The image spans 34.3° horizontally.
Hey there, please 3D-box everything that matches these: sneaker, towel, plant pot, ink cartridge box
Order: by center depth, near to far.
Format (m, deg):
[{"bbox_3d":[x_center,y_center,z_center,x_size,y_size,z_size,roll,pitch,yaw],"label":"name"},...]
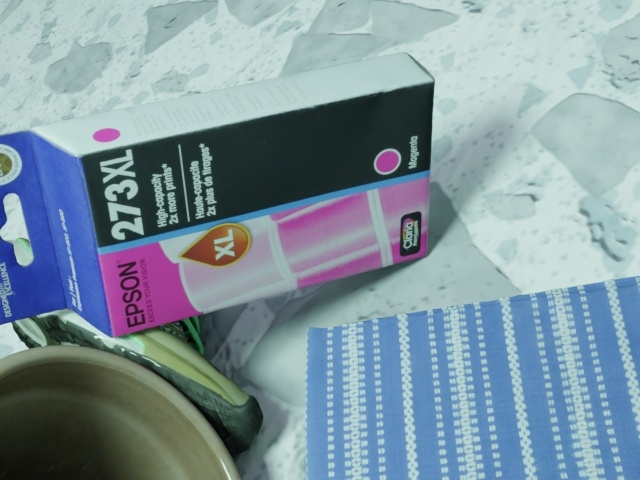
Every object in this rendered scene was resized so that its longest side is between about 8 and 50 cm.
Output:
[{"bbox_3d":[0.157,0.136,0.658,0.336,0.040,0.243,-9,50,8],"label":"towel"},{"bbox_3d":[-0.215,0.248,0.780,0.229,0.263,0.263,-44,34,34],"label":"plant pot"},{"bbox_3d":[-0.087,-0.030,0.831,0.371,0.176,0.069,-13,37,-15],"label":"ink cartridge box"},{"bbox_3d":[-0.170,0.057,0.986,0.182,0.158,0.410,-40,43,-24],"label":"sneaker"}]
